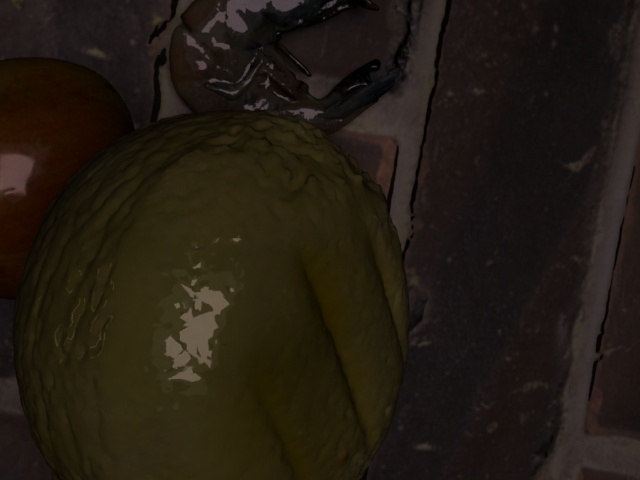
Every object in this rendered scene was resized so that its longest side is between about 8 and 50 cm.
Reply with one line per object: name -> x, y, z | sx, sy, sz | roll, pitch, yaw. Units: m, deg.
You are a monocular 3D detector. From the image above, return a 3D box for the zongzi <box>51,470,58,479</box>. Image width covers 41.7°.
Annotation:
zongzi -> -0.092, 0.158, 0.790 | 0.228, 0.115, 0.256 | 34, 75, -17

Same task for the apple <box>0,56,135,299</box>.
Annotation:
apple -> -0.234, -0.055, 0.690 | 0.196, 0.196, 0.195 | -1, 94, -15

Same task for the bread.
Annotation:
bread -> -0.064, 0.069, 0.603 | 0.321, 0.237, 0.320 | -20, 122, -35

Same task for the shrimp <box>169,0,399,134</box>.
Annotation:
shrimp -> 0.002, -0.192, 0.809 | 0.289, 0.075, 0.178 | -31, 109, -13
